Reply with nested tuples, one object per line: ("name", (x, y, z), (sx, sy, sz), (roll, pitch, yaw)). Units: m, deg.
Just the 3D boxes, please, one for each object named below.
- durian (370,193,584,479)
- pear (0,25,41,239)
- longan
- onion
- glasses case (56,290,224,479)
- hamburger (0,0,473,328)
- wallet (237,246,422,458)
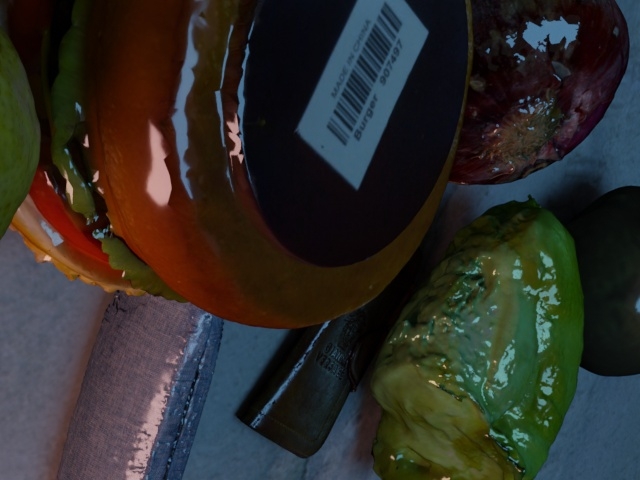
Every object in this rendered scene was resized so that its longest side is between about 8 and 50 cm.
("durian", (0.176, 0.124, 1.214), (0.339, 0.204, 0.256), (-56, 153, -15))
("pear", (-0.281, -0.054, 0.561), (0.271, 0.271, 0.271), (-26, 128, -38))
("longan", (0.374, 0.048, 1.405), (0.246, 0.215, 0.246), (6, 90, -73))
("onion", (0.152, -0.160, 1.043), (0.246, 0.190, 0.246), (-14, 137, -13))
("glasses case", (-0.152, 0.146, 0.928), (0.067, 0.109, 0.282), (4, 106, -48))
("hamburger", (-0.069, -0.112, 0.753), (0.330, 0.250, 0.330), (-23, 120, -46))
("wallet", (0.023, 0.099, 1.166), (0.255, 0.031, 0.137), (-57, 144, -7))
